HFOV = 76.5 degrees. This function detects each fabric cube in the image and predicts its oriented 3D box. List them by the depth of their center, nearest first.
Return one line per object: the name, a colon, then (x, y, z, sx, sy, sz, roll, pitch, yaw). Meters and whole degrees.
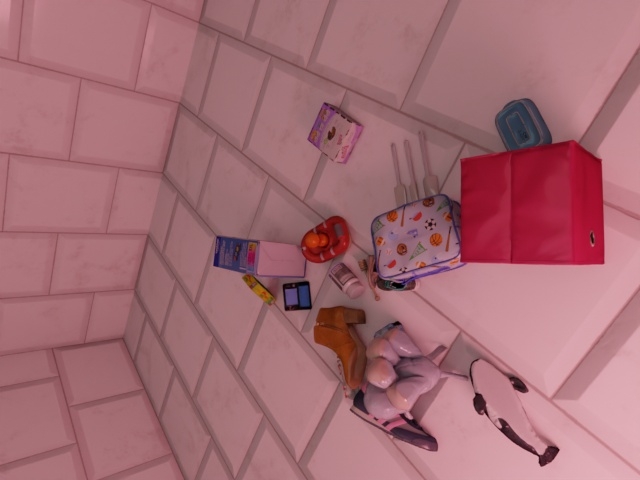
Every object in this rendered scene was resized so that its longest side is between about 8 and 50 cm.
fabric cube: (0.512, -0.071, 0.983, 0.259, 0.254, 0.258, -1, 87, 47)

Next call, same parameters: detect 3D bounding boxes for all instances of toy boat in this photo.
toy boat: (0.000, 0.000, 1.582, 0.231, 0.151, 0.151, -31, 67, 41)

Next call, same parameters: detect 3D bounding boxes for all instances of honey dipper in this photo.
honey dipper: (0.180, 0.145, 1.483, 0.030, 0.030, 0.160, -39, 65, 39)

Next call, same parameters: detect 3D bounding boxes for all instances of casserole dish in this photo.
casserole dish: (0.545, -0.302, 1.106, 0.114, 0.037, 0.188, -32, 68, 42)

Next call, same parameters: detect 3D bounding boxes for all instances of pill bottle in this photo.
pill bottle: (0.098, 0.152, 1.531, 0.137, 0.078, 0.078, 47, 121, 35)

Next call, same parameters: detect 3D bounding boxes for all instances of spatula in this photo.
spatula: (0.309, -0.236, 1.365, 0.168, 0.019, 0.242, -16, 77, 50)

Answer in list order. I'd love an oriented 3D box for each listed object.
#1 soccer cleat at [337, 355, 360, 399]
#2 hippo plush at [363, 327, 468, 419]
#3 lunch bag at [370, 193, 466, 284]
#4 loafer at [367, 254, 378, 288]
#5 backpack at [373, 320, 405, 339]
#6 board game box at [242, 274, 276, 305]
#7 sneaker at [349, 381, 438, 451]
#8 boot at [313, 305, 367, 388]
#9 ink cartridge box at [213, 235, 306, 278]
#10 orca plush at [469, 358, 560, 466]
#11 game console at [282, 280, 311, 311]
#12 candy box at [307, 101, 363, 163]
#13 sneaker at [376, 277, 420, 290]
soccer cleat: (0.111, 0.499, 1.532, 0.068, 0.076, 0.196, 82, 175, -55)
hippo plush: (0.238, 0.429, 1.276, 0.234, 0.294, 0.236, 59, 143, 32)
lunch bag: (0.302, 0.006, 1.264, 0.303, 0.115, 0.243, -22, 67, 35)
loafer: (0.191, 0.110, 1.454, 0.039, 0.045, 0.125, -13, 68, 32)
backpack: (0.241, 0.347, 1.376, 0.105, 0.084, 0.114, -43, 63, 39)
board game box: (-0.278, 0.223, 1.853, 0.043, 0.181, 0.092, -43, 52, -7)
sneaker: (0.251, 0.579, 1.354, 0.319, 0.112, 0.131, 15, 71, 34)
boot: (0.064, 0.395, 1.525, 0.211, 0.104, 0.295, -10, 65, 38)
ink cartridge box: (-0.286, 0.067, 1.791, 0.395, 0.270, 0.151, 8, 90, 46)
orca plush: (0.515, 0.465, 1.116, 0.151, 0.102, 0.287, -41, 62, -15)
game console: (-0.102, 0.240, 1.745, 0.071, 0.107, 0.122, 150, 115, -72)
candy box: (0.055, -0.420, 1.590, 0.196, 0.070, 0.165, 48, 122, 36)
sneaker: (0.250, 0.143, 1.375, 0.166, 0.076, 0.065, -10, 81, 46)
